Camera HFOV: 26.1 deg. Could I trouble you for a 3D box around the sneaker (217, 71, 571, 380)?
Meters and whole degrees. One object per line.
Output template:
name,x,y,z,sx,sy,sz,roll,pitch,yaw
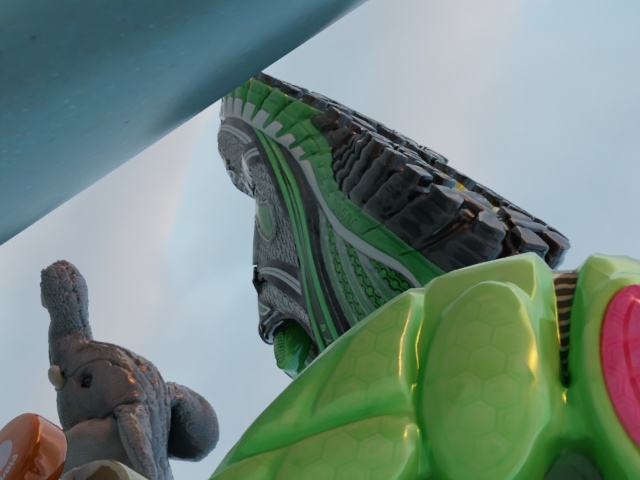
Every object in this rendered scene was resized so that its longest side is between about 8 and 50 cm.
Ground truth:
sneaker,0.000,0.000,0.769,0.146,0.134,0.343,-62,-159,9

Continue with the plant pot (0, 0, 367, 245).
plant pot,-0.113,-0.157,0.431,0.334,0.341,0.341,-37,-146,12

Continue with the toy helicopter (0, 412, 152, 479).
toy helicopter,-0.221,0.306,0.927,0.355,0.140,0.235,-52,-153,3

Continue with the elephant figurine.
elephant figurine,-0.172,0.169,1.170,0.169,0.186,0.239,-113,-139,-57

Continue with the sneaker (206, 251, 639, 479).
sneaker,0.031,0.239,0.425,0.202,0.185,0.483,13,87,-73
